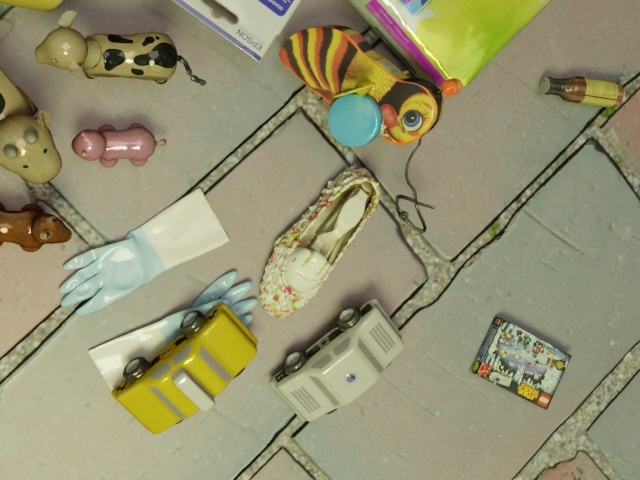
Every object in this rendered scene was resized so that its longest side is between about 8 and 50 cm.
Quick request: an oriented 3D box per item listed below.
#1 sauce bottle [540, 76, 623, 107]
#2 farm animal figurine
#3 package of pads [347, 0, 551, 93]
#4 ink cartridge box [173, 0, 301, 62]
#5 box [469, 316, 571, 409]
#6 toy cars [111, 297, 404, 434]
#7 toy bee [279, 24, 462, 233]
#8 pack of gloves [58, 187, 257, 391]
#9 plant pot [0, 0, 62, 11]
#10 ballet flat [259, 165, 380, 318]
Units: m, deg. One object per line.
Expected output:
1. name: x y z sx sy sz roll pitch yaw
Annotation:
1. sauce bottle: 0.393 -0.227 1.215 0.128 0.042 0.042 6 91 -18
2. farm animal figurine: -0.342 -0.155 0.921 0.327 0.172 0.330 34 83 -16
3. package of pads: 0.201 -0.371 1.117 0.229 0.101 0.296 45 80 -14
4. ink cartridge box: -0.064 -0.407 1.053 0.165 0.065 0.332 35 81 -16
5. box: 0.302 0.185 1.215 0.137 0.027 0.094 27 86 -17
6. toy cars: -0.066 0.173 1.047 0.394 0.087 0.176 -1 110 -19
7. toy bee: 0.096 -0.186 1.055 0.298 0.195 0.162 42 118 -19
8. pack of gloves: -0.205 0.072 1.042 0.232 0.046 0.195 -31 102 -14
9. plant pot: -0.385 -0.371 0.874 0.239 0.254 0.254 15 88 -34
10. ballet flat: 0.000 0.000 1.086 0.091 0.077 0.241 35 83 -18
